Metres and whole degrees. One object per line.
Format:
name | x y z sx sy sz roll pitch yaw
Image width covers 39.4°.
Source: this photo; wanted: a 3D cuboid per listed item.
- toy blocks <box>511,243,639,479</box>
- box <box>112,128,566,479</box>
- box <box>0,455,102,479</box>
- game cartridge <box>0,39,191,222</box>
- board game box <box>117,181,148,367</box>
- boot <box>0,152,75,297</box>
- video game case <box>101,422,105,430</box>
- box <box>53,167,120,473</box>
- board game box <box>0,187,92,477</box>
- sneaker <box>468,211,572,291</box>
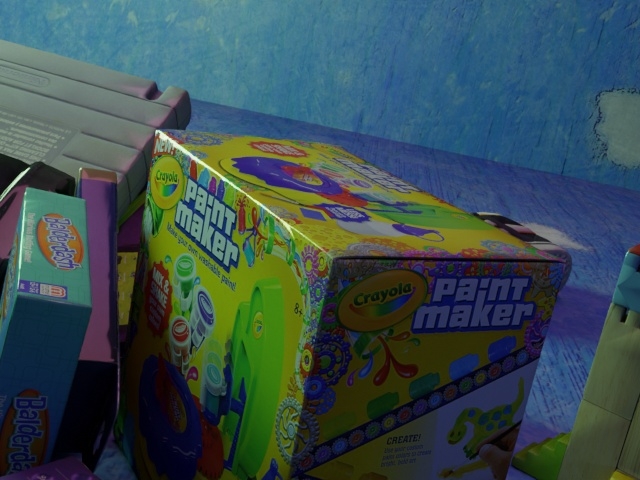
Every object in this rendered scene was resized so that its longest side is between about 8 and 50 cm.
toy blocks | 0.380 0.152 0.754 0.381 0.260 0.191 24 20 35
box | -0.013 0.091 0.661 0.177 0.279 0.290 2 18 -31
box | -0.175 0.212 0.444 0.153 0.108 0.207 25 20 37
game cartridge | -0.342 -0.117 0.923 0.355 0.068 0.230 17 51 10
board game box | -0.239 -0.019 0.910 0.208 0.056 0.346 1 47 -9
boot | -0.464 -0.009 0.658 0.445 0.146 0.367 24 38 -3
video game case | -0.270 0.152 0.751 0.119 0.015 0.166 19 18 28
box | -0.189 0.069 0.707 0.037 0.136 0.225 7 48 -23
board game box | -0.204 0.091 0.614 0.047 0.210 0.160 12 23 -21
sneaker | 0.236 0.023 1.347 0.321 0.126 0.127 11 17 -42
